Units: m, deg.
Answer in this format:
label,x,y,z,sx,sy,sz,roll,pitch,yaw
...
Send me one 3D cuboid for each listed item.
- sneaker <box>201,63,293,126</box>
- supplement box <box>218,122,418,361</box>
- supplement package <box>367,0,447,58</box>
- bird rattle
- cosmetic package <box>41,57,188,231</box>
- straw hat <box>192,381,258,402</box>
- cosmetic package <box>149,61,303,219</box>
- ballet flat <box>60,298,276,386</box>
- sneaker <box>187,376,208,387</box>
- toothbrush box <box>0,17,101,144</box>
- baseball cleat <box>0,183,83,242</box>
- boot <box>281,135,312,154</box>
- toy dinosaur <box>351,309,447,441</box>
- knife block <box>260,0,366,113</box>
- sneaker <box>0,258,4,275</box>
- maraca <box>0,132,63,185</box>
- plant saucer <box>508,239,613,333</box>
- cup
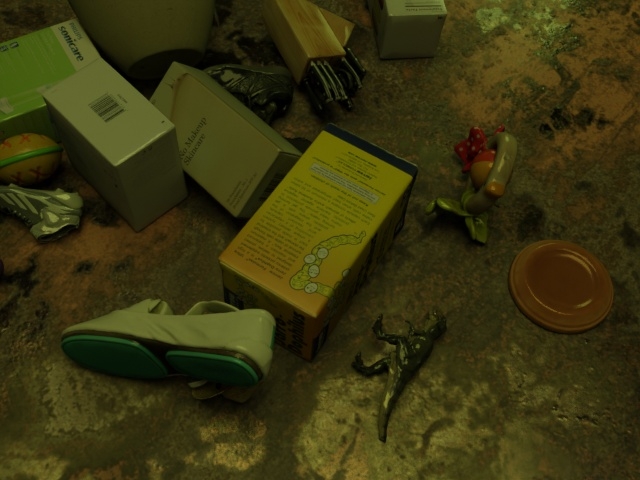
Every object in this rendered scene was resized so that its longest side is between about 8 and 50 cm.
label,x,y,z,sx,sy,sz,roll,pitch,yaw
sneaker,-0.167,-0.304,1.611,0.228,0.087,0.130,-1,52,-10
supplement box,0.000,0.000,1.373,0.195,0.194,0.356,29,62,14
supplement package,0.191,-0.555,1.756,0.134,0.139,0.244,-4,58,-7
bird rattle,0.327,-0.127,1.477,0.143,0.207,0.253,32,70,-5
cosmetic package,-0.381,-0.176,1.439,0.138,0.224,0.224,-40,68,-21
straw hat,-0.141,0.241,1.287,0.144,0.144,0.061,-42,110,-25
cosmetic package,-0.196,-0.193,1.482,0.309,0.113,0.160,40,106,21
ballet flat,-0.243,0.158,1.255,0.401,0.139,0.139,0,55,27
sneaker,-0.196,0.181,1.316,0.065,0.061,0.157,50,46,-25
toothbrush box,-0.586,-0.309,1.569,0.283,0.122,0.206,-27,63,-17
baseball cleat,-0.558,-0.052,1.445,0.206,0.072,0.109,1,69,5
boot,-0.093,-0.208,1.574,0.137,0.077,0.197,-22,75,-21
toy dinosaur,0.128,0.205,1.336,0.118,0.064,0.268,31,65,7
knife block,-0.029,-0.400,1.648,0.276,0.088,0.242,26,52,-4
sneaker,-0.685,-0.039,1.409,0.293,0.102,0.146,27,60,13
maraca,-0.592,-0.151,1.480,0.186,0.127,0.099,-18,93,-6
plant saucer,0.459,0.080,1.444,0.200,0.037,0.199,2,59,-3
cup,-0.357,-0.481,1.606,0.331,0.331,0.236,-16,86,-13
